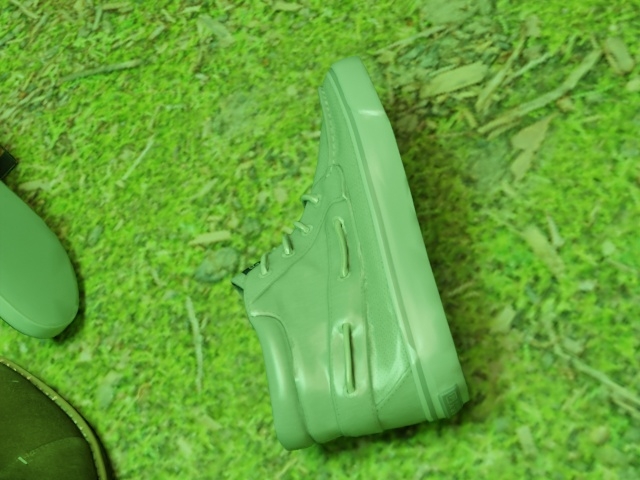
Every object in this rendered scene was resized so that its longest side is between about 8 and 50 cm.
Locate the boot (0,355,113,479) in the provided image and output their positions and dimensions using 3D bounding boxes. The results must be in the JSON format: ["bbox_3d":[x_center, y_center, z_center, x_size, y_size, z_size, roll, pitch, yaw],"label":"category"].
[{"bbox_3d":[-0.189,0.160,0.603,0.112,0.115,0.305,-41,52,-2],"label":"boot"}]

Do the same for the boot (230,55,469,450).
[{"bbox_3d":[0.000,0.000,0.630,0.123,0.095,0.258,-16,56,5],"label":"boot"}]

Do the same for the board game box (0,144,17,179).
[{"bbox_3d":[-0.357,-0.043,0.840,0.141,0.048,0.170,34,77,33],"label":"board game box"}]

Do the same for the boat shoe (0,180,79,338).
[{"bbox_3d":[-0.261,-0.005,0.747,0.219,0.078,0.070,48,123,14],"label":"boat shoe"}]
